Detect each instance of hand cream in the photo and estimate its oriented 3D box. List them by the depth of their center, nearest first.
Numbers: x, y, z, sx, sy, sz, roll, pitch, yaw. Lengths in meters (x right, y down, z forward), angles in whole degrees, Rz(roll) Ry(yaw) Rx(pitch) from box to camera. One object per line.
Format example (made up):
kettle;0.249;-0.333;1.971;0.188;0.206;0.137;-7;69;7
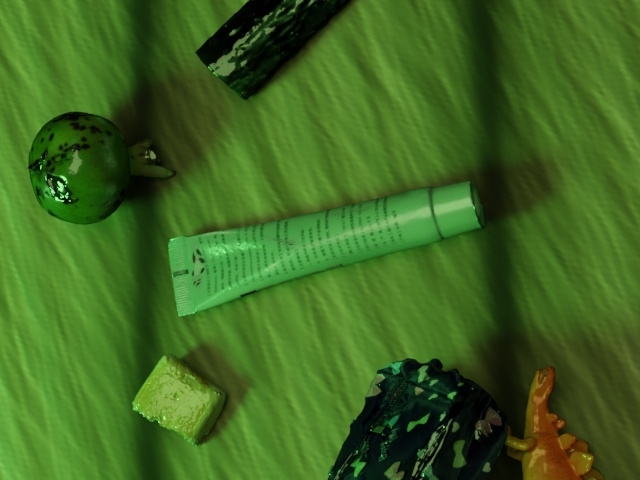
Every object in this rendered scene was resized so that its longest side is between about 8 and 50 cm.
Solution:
hand cream;0.000;0.000;1.605;0.331;0.058;0.085;-13;76;12

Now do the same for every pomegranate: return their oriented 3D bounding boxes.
pomegranate;-0.234;-0.079;1.672;0.161;0.122;0.122;-7;72;-25

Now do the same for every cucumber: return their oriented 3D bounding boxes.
cucumber;-0.035;-0.248;1.670;0.211;0.062;0.078;-45;70;2

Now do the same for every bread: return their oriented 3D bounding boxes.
bread;-0.142;0.162;1.621;0.083;0.035;0.070;29;87;13

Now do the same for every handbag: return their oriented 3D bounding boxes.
handbag;0.075;0.237;1.485;0.162;0.113;0.260;17;83;58

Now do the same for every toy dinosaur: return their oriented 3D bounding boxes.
toy dinosaur;0.220;0.262;1.482;0.117;0.070;0.288;2;83;16
